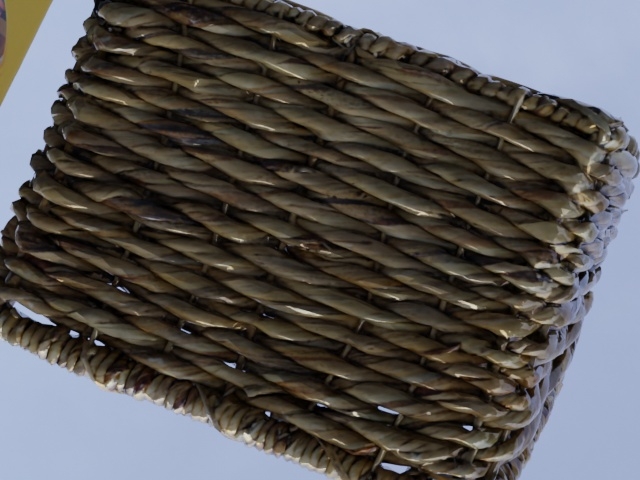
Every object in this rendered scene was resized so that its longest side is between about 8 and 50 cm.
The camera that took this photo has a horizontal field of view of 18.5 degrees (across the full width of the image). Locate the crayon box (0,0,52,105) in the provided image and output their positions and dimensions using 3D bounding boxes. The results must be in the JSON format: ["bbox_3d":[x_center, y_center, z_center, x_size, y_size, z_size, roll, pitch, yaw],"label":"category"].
[{"bbox_3d":[-0.248,-0.215,1.242,0.081,0.202,0.318,17,-102,38],"label":"crayon box"}]

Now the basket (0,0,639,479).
[{"bbox_3d":[0.000,0.000,1.068,0.299,0.213,0.223,20,-90,10],"label":"basket"}]
